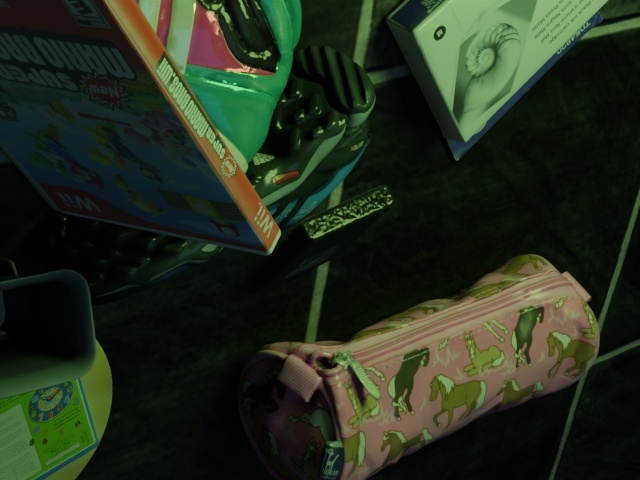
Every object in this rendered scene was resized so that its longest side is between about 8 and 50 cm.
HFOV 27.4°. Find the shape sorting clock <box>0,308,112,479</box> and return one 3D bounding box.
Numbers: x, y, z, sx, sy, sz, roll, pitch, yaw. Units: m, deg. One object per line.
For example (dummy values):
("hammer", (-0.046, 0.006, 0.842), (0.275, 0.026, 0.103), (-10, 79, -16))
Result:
("shape sorting clock", (-0.264, 0.149, 1.077), (0.206, 0.040, 0.206), (-24, 130, -31))

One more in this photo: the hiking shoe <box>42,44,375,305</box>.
("hiking shoe", (-0.076, -0.027, 1.068), (0.304, 0.113, 0.132), (-32, 150, -12))

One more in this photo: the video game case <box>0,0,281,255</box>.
("video game case", (-0.163, -0.093, 0.863), (0.025, 0.204, 0.285), (-64, 147, -24))

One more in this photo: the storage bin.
("storage bin", (-0.250, 0.059, 0.971), (0.135, 0.091, 0.098), (-13, 105, -33))

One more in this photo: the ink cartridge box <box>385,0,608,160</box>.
("ink cartridge box", (0.184, -0.201, 1.234), (0.223, 0.045, 0.224), (-45, 142, -8))

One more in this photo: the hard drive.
("hard drive", (0.000, 0.000, 1.173), (0.094, 0.022, 0.135), (-24, 170, -30))

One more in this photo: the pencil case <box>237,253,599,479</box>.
("pencil case", (0.108, 0.130, 1.339), (0.386, 0.167, 0.160), (-17, 98, -36))

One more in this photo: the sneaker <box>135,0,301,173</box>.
("sneaker", (-0.118, -0.184, 0.897), (0.295, 0.124, 0.178), (44, 69, -34))
